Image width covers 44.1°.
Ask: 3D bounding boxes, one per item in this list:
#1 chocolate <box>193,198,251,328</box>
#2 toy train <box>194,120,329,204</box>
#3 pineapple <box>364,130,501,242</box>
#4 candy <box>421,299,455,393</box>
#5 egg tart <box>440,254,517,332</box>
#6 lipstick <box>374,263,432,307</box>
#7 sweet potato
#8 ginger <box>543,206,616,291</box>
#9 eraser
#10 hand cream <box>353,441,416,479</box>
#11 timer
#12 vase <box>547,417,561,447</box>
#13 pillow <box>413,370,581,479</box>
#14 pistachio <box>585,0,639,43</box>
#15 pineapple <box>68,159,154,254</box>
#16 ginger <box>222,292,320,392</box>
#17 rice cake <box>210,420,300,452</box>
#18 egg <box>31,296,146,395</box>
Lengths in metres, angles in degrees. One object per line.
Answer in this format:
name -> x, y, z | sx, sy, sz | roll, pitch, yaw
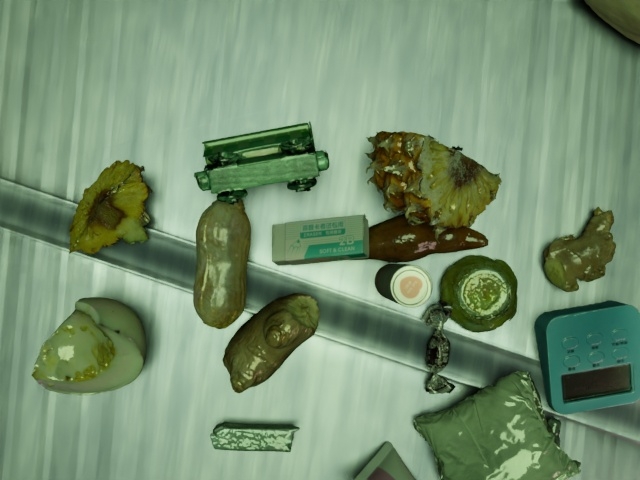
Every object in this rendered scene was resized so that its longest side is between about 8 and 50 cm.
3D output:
chocolate -> -0.229, 0.049, 1.820 | 0.134, 0.134, 0.309 | 6, 89, -1
toy train -> -0.133, -0.174, 1.794 | 0.300, 0.202, 0.120 | -11, 113, -2
pineapple -> 0.201, -0.120, 1.796 | 0.344, 0.286, 0.209 | 19, 89, -44
candy -> 0.278, 0.253, 1.855 | 0.051, 0.094, 0.227 | -2, 95, -37
egg tart -> 0.377, 0.127, 1.861 | 0.197, 0.078, 0.197 | 0, 90, 1
lipstick -> 0.176, 0.094, 1.730 | 0.087, 0.327, 0.087 | 0, 89, -2
sweet potato -> 0.206, -0.007, 1.843 | 0.359, 0.112, 0.112 | -11, 89, -1
ginger -> 0.631, 0.027, 1.873 | 0.213, 0.074, 0.137 | -36, 90, -8
eraser -> 0.000, 0.000, 1.822 | 0.225, 0.052, 0.096 | -6, 73, 17
hand cream -> 0.218, 0.657, 1.825 | 0.185, 0.118, 0.359 | -39, 91, -36
timer -> 0.642, 0.280, 1.860 | 0.231, 0.091, 0.250 | -11, 93, -2
vase -> 0.532, 0.523, 1.866 | 0.059, 0.060, 0.212 | 12, 88, -1
pillow -> 0.400, 0.471, 1.810 | 0.309, 0.138, 0.283 | -31, 75, 7
pistachio -> 0.767, -0.568, 1.831 | 0.331, 0.208, 0.226 | 23, 132, 6
pineapple -> -0.468, -0.078, 1.844 | 0.164, 0.140, 0.250 | 22, 107, -41
ginger -> -0.114, 0.226, 1.787 | 0.130, 0.221, 0.276 | 41, 80, -10
rice cake -> -0.153, 0.459, 1.847 | 0.206, 0.069, 0.063 | 3, 87, -4
egg -> -0.504, 0.224, 1.798 | 0.206, 0.162, 0.271 | 28, 125, -31
